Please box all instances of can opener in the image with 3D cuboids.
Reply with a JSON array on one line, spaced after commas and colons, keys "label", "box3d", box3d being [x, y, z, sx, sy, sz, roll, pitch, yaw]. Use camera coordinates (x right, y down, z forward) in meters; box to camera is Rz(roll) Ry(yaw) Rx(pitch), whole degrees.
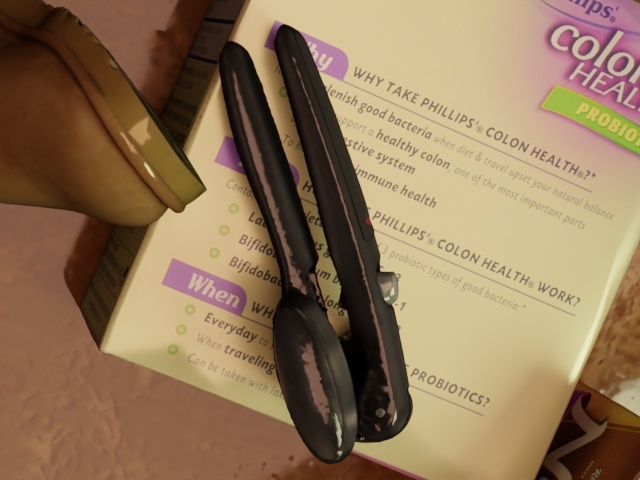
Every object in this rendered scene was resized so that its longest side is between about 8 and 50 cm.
[{"label": "can opener", "box3d": [0.000, 0.000, 0.821, 0.059, 0.073, 0.186, -10, 90, -2]}]

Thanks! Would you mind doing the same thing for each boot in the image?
[{"label": "boot", "box3d": [-0.195, 0.012, 0.821, 0.269, 0.236, 0.089, -41, 119, -7]}]

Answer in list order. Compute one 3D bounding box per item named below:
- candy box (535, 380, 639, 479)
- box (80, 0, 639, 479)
[{"label": "candy box", "box3d": [0.118, 0.127, 0.913, 0.053, 0.186, 0.109, 36, 89, -14]}, {"label": "box", "box3d": [0.033, -0.028, 0.913, 0.213, 0.117, 0.243, 23, 93, -13]}]
